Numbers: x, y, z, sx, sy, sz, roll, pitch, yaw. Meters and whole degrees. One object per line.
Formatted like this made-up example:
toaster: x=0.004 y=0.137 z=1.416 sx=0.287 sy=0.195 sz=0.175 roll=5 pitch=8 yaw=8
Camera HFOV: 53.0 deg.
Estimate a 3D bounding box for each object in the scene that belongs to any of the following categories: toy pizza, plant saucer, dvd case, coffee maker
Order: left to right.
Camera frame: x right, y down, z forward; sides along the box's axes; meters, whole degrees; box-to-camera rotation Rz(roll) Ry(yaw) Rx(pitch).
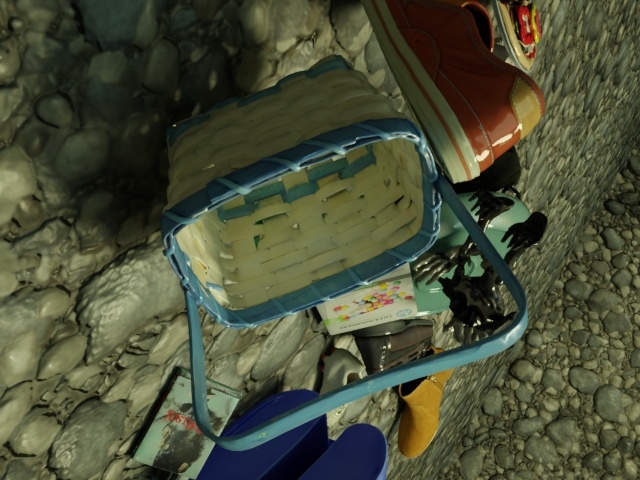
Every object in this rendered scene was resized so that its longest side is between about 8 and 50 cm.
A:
dvd case: x=-0.159 y=0.219 z=0.766 sx=0.087 sy=0.013 sz=0.119 roll=30 pitch=87 yaw=-26
plant saucer: x=0.196 y=0.041 z=1.032 sx=0.318 sy=0.043 sz=0.317 roll=-13 pitch=147 yaw=-9
coffee maker: x=0.238 y=-0.092 z=1.041 sx=0.178 sy=0.171 sz=0.120 roll=-34 pitch=174 yaw=-30
toy pizza: x=0.286 y=-0.344 z=0.927 sx=0.201 sy=0.032 sz=0.201 roll=23 pitch=63 yaw=-53

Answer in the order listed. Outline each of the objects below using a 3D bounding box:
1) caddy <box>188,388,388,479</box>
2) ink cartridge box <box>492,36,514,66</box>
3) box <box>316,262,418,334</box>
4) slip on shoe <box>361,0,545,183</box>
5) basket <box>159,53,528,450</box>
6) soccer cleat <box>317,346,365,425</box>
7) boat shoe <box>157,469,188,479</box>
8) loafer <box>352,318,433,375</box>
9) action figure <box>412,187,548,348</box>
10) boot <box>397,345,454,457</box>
caddy: x=-0.049 y=0.377 z=0.913 sx=0.341 sy=0.241 sz=0.179 roll=-31 pitch=133 yaw=-45
ink cartridge box: x=0.231 y=-0.237 z=0.979 sx=0.143 sy=0.090 sz=0.092 roll=-55 pitch=153 yaw=-15
box: x=0.062 y=0.072 z=0.942 sx=0.145 sy=0.038 sz=0.186 roll=-14 pitch=148 yaw=4
slip on shoe: x=0.111 y=-0.186 z=0.611 sx=0.101 sy=0.331 sz=0.123 roll=-27 pitch=134 yaw=11
basket: x=0.000 y=0.000 z=0.536 sx=0.255 sy=0.288 sz=0.201 roll=-20 pitch=140 yaw=3
soccer cleat: x=0.034 y=0.271 z=1.130 sx=0.068 sy=0.076 sz=0.196 roll=-36 pitch=144 yaw=-41
boat shoe: x=-0.170 y=0.250 z=0.802 sx=0.040 sy=0.049 sz=0.142 roll=30 pitch=90 yaw=-30
loafer: x=0.134 y=0.191 z=1.160 sx=0.302 sy=0.109 sz=0.095 roll=15 pitch=68 yaw=-65
action figure: x=0.209 y=0.063 z=0.897 sx=0.141 sy=0.164 sz=0.275 roll=-20 pitch=140 yaw=-26
boot: x=0.234 y=0.399 z=1.590 sx=0.211 sy=0.104 sz=0.295 roll=29 pitch=85 yaw=-58
